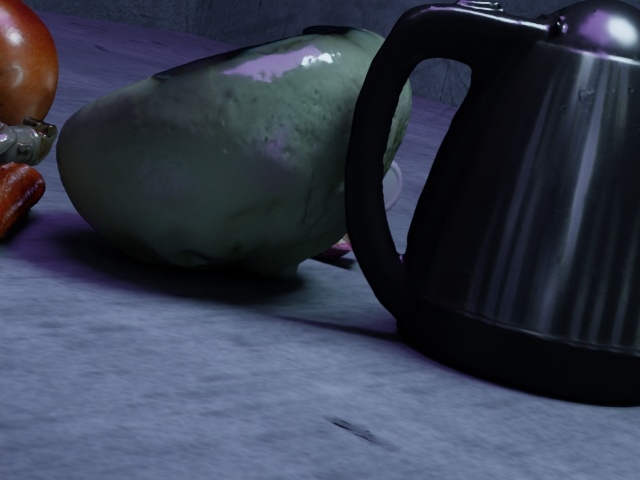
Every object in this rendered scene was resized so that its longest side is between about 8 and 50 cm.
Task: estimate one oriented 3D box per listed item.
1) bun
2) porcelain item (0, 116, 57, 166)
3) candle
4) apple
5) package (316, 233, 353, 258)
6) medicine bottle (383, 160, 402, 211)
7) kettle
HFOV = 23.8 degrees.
[{"bbox_3d":[-0.057,-0.053,1.173,0.283,0.179,0.283,-16,1,0],"label":"bun"},{"bbox_3d":[-0.318,-0.085,1.345,0.084,0.054,0.213,21,13,28],"label":"porcelain item"},{"bbox_3d":[-0.245,-0.020,1.107,0.051,0.048,0.329,25,8,-6],"label":"candle"},{"bbox_3d":[-0.341,-0.177,1.535,0.163,0.163,0.139,15,17,11],"label":"apple"},{"bbox_3d":[0.000,0.000,1.348,0.083,0.029,0.059,4,15,13],"label":"package"},{"bbox_3d":[0.005,-0.082,1.655,0.083,0.083,0.203,6,12,-35],"label":"medicine bottle"},{"bbox_3d":[0.163,-0.047,1.110,0.250,0.271,0.207,17,11,19],"label":"kettle"}]
